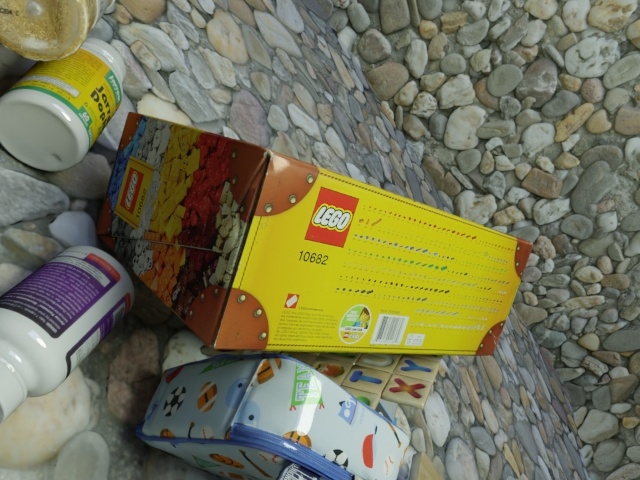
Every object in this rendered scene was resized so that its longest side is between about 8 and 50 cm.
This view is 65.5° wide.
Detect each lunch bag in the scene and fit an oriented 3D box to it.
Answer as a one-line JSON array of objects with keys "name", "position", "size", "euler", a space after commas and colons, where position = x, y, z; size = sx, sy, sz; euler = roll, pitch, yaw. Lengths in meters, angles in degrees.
[{"name": "lunch bag", "position": [-0.054, 0.238, 0.592], "size": [0.243, 0.304, 0.114], "euler": [45, 50, -30]}]

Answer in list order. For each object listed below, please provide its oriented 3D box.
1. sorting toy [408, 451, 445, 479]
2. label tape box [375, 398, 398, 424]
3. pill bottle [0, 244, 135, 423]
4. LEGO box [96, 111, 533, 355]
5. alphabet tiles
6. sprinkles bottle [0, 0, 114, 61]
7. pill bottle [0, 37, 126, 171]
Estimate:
[{"name": "sorting toy", "position": [0.205, 0.590, 0.929], "size": [0.257, 0.090, 0.255], "euler": [55, 29, -10]}, {"name": "label tape box", "position": [0.075, 0.294, 0.958], "size": [0.347, 0.115, 0.249], "euler": [53, 29, -11]}, {"name": "pill bottle", "position": [-0.298, 0.095, 0.532], "size": [0.108, 0.108, 0.193], "euler": [53, 29, -15]}, {"name": "LEGO box", "position": [0.000, 0.000, 0.724], "size": [0.501, 0.373, 0.192], "euler": [13, 98, -42]}, {"name": "alphabet tiles", "position": [0.007, 0.168, 0.773], "size": [0.285, 0.343, 0.011], "euler": [-35, 129, -61]}, {"name": "sprinkles bottle", "position": [-0.368, -0.362, 0.712], "size": [0.121, 0.121, 0.355], "euler": [41, 16, -33]}, {"name": "pill bottle", "position": [-0.352, -0.202, 0.701], "size": [0.118, 0.118, 0.208], "euler": [43, 33, -31]}]
